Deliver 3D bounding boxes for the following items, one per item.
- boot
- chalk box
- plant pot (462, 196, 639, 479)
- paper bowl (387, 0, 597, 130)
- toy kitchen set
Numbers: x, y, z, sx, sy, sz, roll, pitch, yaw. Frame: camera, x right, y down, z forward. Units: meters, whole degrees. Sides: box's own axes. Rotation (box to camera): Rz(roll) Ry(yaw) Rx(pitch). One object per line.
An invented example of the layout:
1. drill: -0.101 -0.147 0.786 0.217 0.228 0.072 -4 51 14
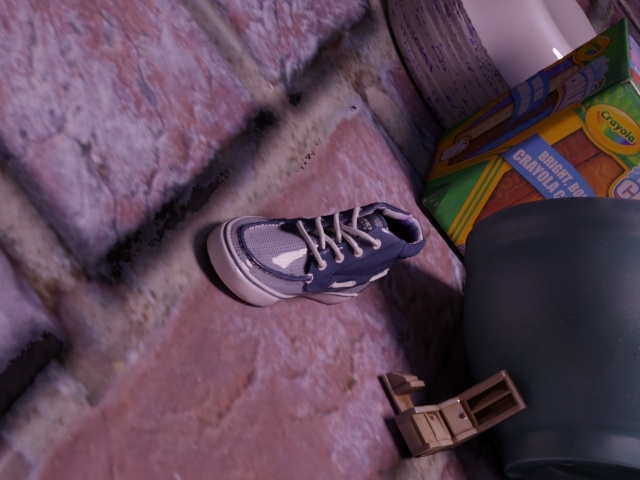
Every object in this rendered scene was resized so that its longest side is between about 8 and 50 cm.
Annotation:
1. boot: 0.000 0.000 1.112 0.190 0.086 0.069 4 58 -62
2. chalk box: 0.269 -0.075 1.478 0.180 0.289 0.179 51 24 -15
3. plant pot: 0.248 0.113 1.272 0.293 0.293 0.196 34 60 -44
4. paper bowl: 0.210 -0.200 1.699 0.284 0.148 0.284 43 29 -31
5. toy kitchen set: 0.097 0.115 1.177 0.068 0.075 0.083 63 20 14
